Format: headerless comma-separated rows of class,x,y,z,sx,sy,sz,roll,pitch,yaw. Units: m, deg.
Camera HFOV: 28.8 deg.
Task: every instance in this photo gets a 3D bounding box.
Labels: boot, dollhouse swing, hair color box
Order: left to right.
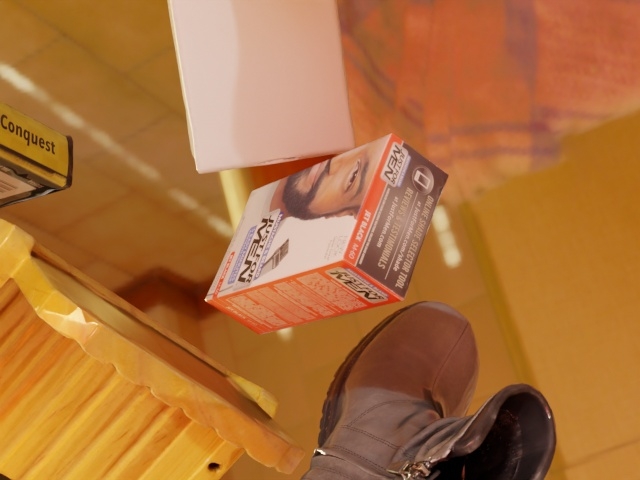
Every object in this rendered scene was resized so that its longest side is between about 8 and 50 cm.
dollhouse swing,-0.236,0.187,1.245,0.347,0.305,0.315,37,101,-24
hair color box,0.000,0.000,0.801,0.053,0.093,0.167,34,152,-25
boot,0.084,0.142,0.866,0.118,0.338,0.223,45,138,-11

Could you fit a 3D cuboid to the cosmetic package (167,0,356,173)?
cosmetic package,-0.050,-0.171,0.875,0.117,0.231,0.085,-8,-167,-7

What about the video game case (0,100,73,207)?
video game case,-0.314,-0.051,0.647,0.275,0.035,0.248,-13,157,26
